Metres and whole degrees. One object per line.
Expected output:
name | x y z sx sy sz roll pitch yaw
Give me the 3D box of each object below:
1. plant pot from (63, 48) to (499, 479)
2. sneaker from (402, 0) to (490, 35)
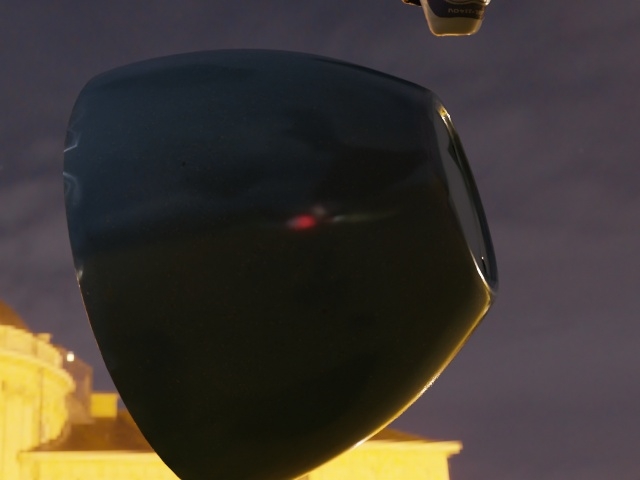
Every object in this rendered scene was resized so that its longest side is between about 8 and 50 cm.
plant pot | 0.000 0.000 0.706 0.195 0.290 0.290 -17 -26 16
sneaker | 0.081 -0.294 1.047 0.112 0.296 0.131 0 -55 -17
